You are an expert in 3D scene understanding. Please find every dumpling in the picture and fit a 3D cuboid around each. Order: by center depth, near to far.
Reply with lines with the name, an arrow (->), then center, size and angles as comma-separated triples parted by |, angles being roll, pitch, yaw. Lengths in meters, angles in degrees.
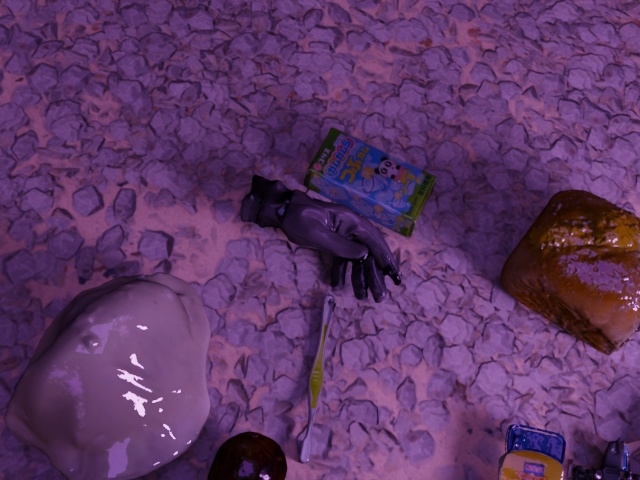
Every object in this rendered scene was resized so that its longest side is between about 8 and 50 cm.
dumpling -> -0.253, 0.179, 1.196 | 0.243, 0.187, 0.318 | 42, 64, 15

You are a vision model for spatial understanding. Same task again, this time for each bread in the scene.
bread -> 0.426, 0.041, 1.362 | 0.246, 0.176, 0.195 | 34, 68, 8

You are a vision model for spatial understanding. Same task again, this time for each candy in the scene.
candy -> 0.080, -0.094, 1.438 | 0.194, 0.062, 0.097 | 26, 65, 5

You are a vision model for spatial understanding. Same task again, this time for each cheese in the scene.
cheese -> 0.282, 0.392, 1.227 | 0.177, 0.069, 0.270 | 12, 67, -1

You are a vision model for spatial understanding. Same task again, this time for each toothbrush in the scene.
toothbrush -> -0.004, 0.198, 1.311 | 0.022, 0.026, 0.263 | 14, 65, -8

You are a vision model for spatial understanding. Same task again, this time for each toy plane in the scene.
toy plane -> 0.414, 0.370, 1.268 | 0.135, 0.062, 0.188 | 3, 59, 28

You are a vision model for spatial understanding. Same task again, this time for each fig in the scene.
fig -> -0.105, 0.337, 1.201 | 0.109, 0.103, 0.154 | 7, 97, -46

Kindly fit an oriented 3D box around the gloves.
gloves -> 0.001, -0.011, 1.355 | 0.285, 0.142, 0.119 | 36, 94, 8
